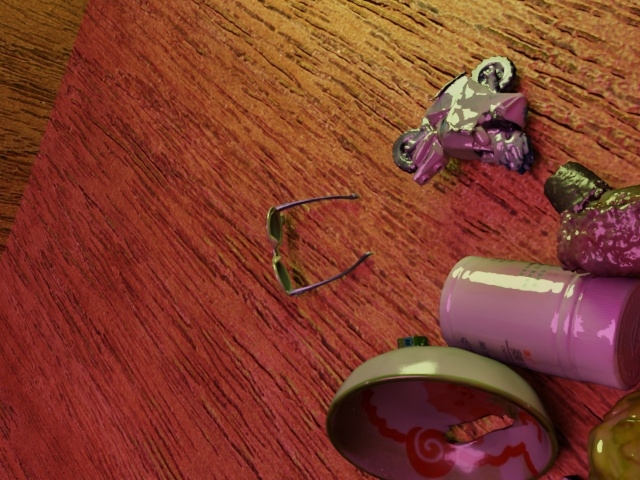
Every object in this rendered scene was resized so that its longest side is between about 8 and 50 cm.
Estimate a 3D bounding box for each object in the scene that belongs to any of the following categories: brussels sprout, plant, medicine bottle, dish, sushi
[{"bbox_3d":[0.431,0.274,0.819,0.223,0.161,0.223,-7,78,35],"label":"brussels sprout"},{"bbox_3d":[0.380,-0.044,0.967,0.092,0.094,0.143,-42,45,14],"label":"plant"},{"bbox_3d":[0.311,0.108,0.962,0.254,0.152,0.152,8,90,44],"label":"medicine bottle"},{"bbox_3d":[0.175,0.242,1.010,0.324,0.324,0.124,-29,32,37],"label":"dish"},{"bbox_3d":[0.405,-0.016,0.821,0.241,0.161,0.108,-7,93,0],"label":"sushi"}]

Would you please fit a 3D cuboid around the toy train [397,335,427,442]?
[{"bbox_3d":[0.167,0.265,1.149,0.042,0.044,0.209,-16,74,39],"label":"toy train"}]

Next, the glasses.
[{"bbox_3d":[-0.018,-0.004,1.331,0.220,0.088,0.190,-24,68,38],"label":"glasses"}]

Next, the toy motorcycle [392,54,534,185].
[{"bbox_3d":[0.244,-0.161,1.093,0.239,0.108,0.204,-52,53,25],"label":"toy motorcycle"}]

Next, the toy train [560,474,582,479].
[{"bbox_3d":[0.392,0.387,0.913,0.202,0.060,0.081,35,101,40],"label":"toy train"}]
